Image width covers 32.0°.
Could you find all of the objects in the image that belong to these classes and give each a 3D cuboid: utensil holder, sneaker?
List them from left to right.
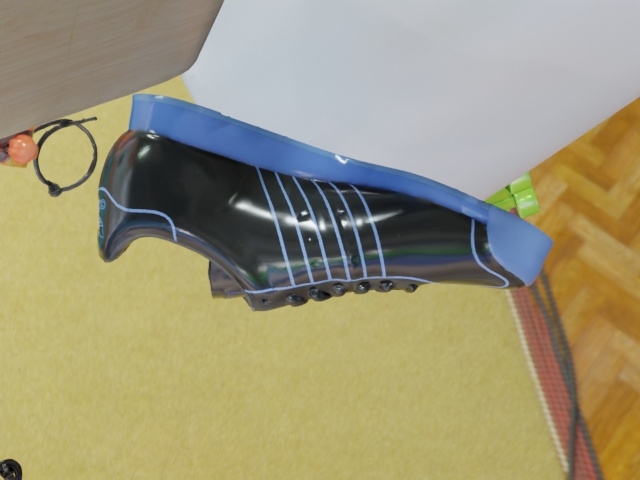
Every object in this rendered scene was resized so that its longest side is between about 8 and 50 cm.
[{"bbox_3d":[0.000,0.000,0.576,0.232,0.081,0.090,17,89,-3],"label":"sneaker"},{"bbox_3d":[0.116,-0.211,0.838,0.327,0.385,0.327,39,30,-27],"label":"utensil holder"}]

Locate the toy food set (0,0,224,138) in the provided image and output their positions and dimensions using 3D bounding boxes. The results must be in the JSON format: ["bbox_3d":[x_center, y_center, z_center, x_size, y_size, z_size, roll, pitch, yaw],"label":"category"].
[{"bbox_3d":[-0.105,-0.143,0.374,0.092,0.220,0.306,40,36,12],"label":"toy food set"}]

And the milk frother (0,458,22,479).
[{"bbox_3d":[-0.406,0.360,1.419,0.135,0.129,0.143,34,68,18],"label":"milk frother"}]

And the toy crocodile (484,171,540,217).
[{"bbox_3d":[0.177,-0.076,1.279,0.115,0.340,0.105,-21,75,10],"label":"toy crocodile"}]

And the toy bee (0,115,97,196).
[{"bbox_3d":[-0.285,-0.104,0.857,0.298,0.195,0.162,-15,14,-34],"label":"toy bee"}]
